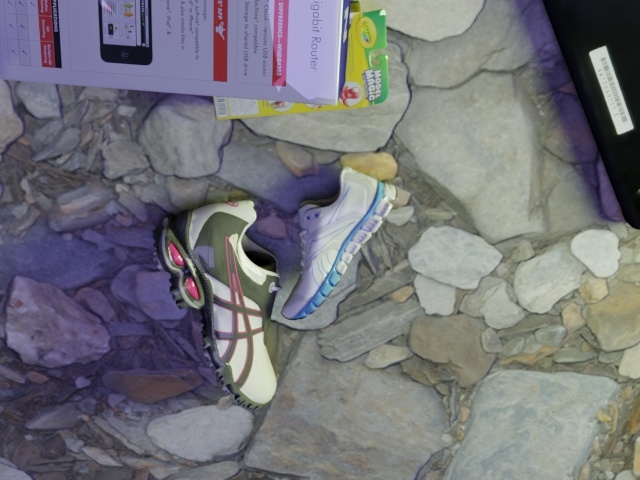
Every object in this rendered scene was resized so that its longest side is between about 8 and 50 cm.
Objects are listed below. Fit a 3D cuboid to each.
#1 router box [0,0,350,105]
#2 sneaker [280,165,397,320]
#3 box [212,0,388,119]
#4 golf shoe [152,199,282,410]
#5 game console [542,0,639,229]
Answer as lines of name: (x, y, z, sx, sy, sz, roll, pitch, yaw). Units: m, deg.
router box: (-0.120, -0.291, 0.791, 0.301, 0.082, 0.335, 6, 113, 4)
sneaker: (0.000, 0.000, 1.064, 0.083, 0.071, 0.191, 32, 100, -10)
box: (-0.022, -0.182, 0.964, 0.179, 0.043, 0.105, -3, 121, 1)
golf shoe: (-0.088, 0.080, 1.086, 0.120, 0.105, 0.273, -23, 122, -1)
game console: (0.425, -0.218, 0.975, 0.342, 0.060, 0.386, -22, 120, 15)
